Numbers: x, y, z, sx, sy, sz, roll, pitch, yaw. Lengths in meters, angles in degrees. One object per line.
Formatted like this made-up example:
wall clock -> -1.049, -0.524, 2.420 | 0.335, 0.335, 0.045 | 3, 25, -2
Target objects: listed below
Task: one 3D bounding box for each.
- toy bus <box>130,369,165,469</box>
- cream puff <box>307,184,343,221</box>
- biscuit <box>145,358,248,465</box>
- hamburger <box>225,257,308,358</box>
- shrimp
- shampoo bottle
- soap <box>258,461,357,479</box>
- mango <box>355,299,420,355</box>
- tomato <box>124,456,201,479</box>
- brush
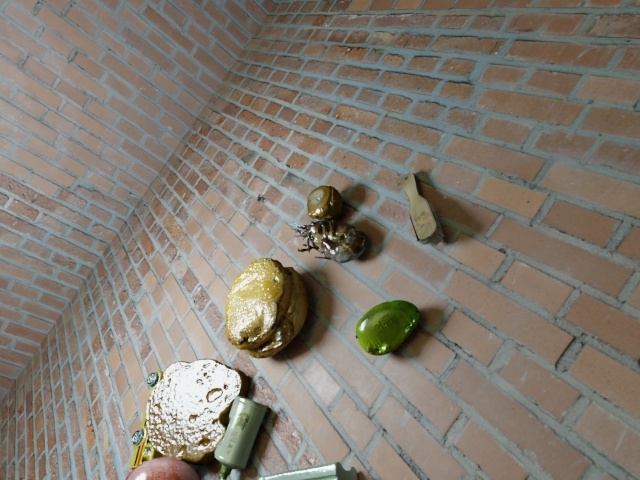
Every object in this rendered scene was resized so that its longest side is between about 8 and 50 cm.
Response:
toy bus -> -0.557, 0.626, 1.759 | 0.122, 0.121, 0.336 | -16, 52, 29
cream puff -> 0.020, -0.117, 1.689 | 0.126, 0.103, 0.144 | -41, 39, 13
biscuit -> -0.399, 0.539, 1.630 | 0.380, 0.074, 0.359 | -24, 55, 10
hamburger -> -0.169, 0.218, 1.592 | 0.289, 0.170, 0.315 | -40, 41, 25
shrimp -> 0.006, -0.002, 1.604 | 0.342, 0.116, 0.145 | 15, 73, 45
shampoo bottle -> -0.243, 0.583, 1.468 | 0.118, 0.087, 0.235 | 1, 64, 45
soap -> -0.036, 0.636, 1.201 | 0.265, 0.087, 0.160 | -27, 45, 32
mango -> 0.172, 0.217, 1.280 | 0.178, 0.100, 0.119 | -33, 78, 15
tomato -> -0.442, 0.756, 1.434 | 0.270, 0.226, 0.271 | 18, 112, 52
brush -> 0.287, -0.091, 1.423 | 0.070, 0.065, 0.328 | -44, 29, 25
